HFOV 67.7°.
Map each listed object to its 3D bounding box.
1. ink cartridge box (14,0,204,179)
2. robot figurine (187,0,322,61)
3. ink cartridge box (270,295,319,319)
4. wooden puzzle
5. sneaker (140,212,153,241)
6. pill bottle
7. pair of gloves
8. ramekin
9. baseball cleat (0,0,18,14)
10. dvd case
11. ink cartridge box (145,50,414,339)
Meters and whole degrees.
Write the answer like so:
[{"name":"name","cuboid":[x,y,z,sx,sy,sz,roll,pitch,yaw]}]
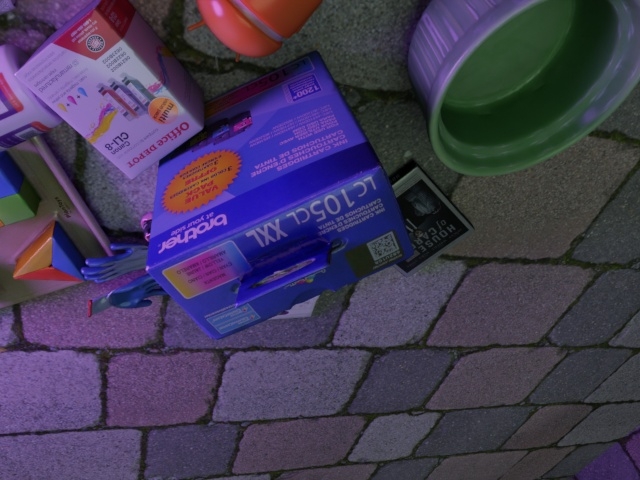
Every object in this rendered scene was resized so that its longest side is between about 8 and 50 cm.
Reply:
[{"name":"ink cartridge box","cuboid":[-0.251,-0.197,0.608,0.128,0.127,0.176,-32,129,12]},{"name":"robot figurine","cuboid":[-0.060,-0.313,0.564,0.128,0.158,0.219,42,112,-15]},{"name":"ink cartridge box","cuboid":[-0.090,0.087,0.980,0.189,0.066,0.232,-1,149,-15]},{"name":"wooden puzzle","cuboid":[-0.535,-0.001,0.742,0.348,0.080,0.322,-15,133,-2]},{"name":"sneaker","cuboid":[-0.250,-0.011,0.830,0.120,0.057,0.047,6,127,-22]},{"name":"pill bottle","cuboid":[-0.441,-0.156,0.595,0.194,0.108,0.108,-26,133,-4]},{"name":"pair of gloves","cuboid":[-0.340,0.068,0.856,0.159,0.023,0.198,-18,147,-35]},{"name":"ramekin","cuboid":[0.272,-0.247,0.667,0.304,0.148,0.303,-11,146,-8]},{"name":"baseball cleat","cuboid":[-0.417,-0.263,0.547,0.110,0.072,0.205,13,130,-34]},{"name":"dvd case","cuboid":[0.178,-0.032,0.950,0.179,0.029,0.239,-38,129,19]},{"name":"ink cartridge box","cuboid":[-0.059,-0.058,0.608,0.270,0.395,0.151,-24,133,6]}]
